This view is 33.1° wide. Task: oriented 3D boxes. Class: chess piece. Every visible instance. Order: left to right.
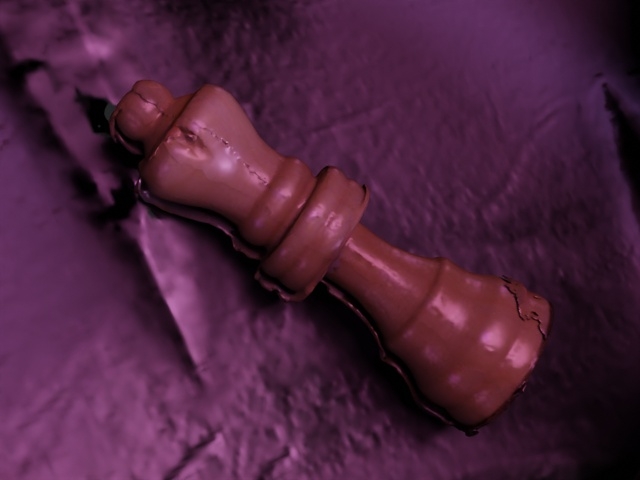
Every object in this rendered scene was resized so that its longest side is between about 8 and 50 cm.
[{"bbox_3d":[0.000,0.000,0.388,0.172,0.060,0.060,34,58,-8],"label":"chess piece"}]

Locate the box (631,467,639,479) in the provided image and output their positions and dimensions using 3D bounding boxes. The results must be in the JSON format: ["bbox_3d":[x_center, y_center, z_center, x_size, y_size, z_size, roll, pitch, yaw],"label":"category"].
[{"bbox_3d":[0.179,0.105,0.371,0.129,0.148,0.210,38,55,15],"label":"box"}]
